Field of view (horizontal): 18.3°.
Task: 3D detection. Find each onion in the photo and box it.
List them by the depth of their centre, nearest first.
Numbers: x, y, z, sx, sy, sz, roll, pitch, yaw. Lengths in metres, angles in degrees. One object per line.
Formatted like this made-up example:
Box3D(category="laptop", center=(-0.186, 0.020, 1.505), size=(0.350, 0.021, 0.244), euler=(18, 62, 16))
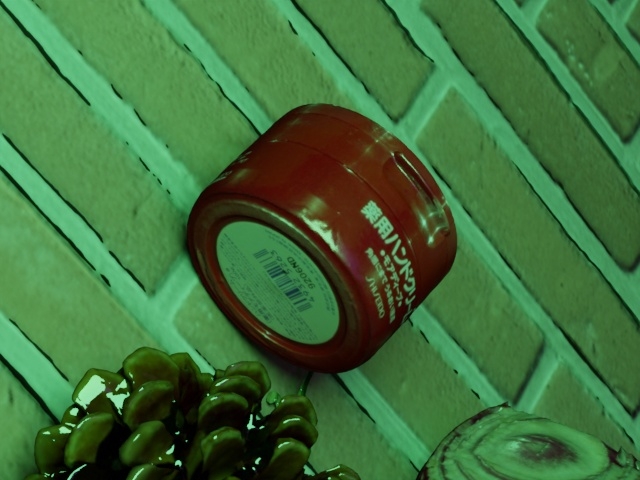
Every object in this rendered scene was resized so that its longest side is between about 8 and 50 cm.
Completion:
Box3D(category="onion", center=(0.173, 0.279, 1.674), size=(0.207, 0.216, 0.206), euler=(-28, 123, -35))

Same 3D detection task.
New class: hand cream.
Box3D(category="hand cream", center=(0.000, 0.000, 1.574), size=(0.125, 0.193, 0.193), euler=(-47, 113, -32))

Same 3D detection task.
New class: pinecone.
Box3D(category="pinecone", center=(-0.084, 0.213, 1.438), size=(0.264, 0.264, 0.264), euler=(7, 79, -39))

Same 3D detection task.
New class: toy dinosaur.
Box3D(category="toy dinosaur", center=(-0.022, 0.154, 1.645), size=(0.060, 0.029, 0.119), euler=(47, 49, -43))
